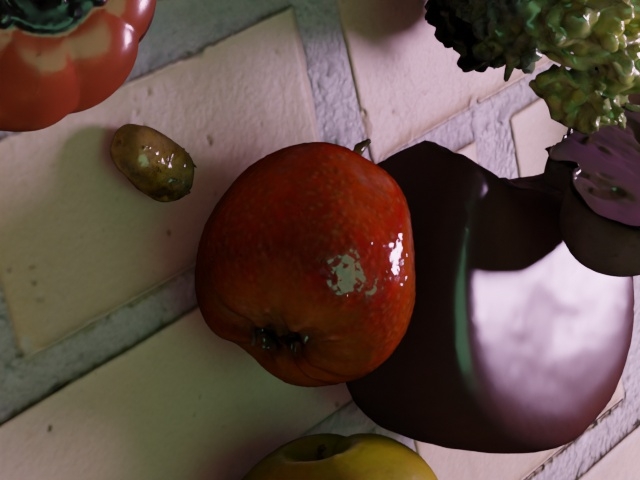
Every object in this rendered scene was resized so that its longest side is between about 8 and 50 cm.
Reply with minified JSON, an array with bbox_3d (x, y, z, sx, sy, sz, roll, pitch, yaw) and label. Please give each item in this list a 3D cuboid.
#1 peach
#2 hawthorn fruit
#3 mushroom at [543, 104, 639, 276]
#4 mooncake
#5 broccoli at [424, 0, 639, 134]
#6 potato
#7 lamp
[{"bbox_3d":[0.015,0.279,1.360,0.231,0.231,0.231,-11,106,-44],"label":"peach"},{"bbox_3d":[0.000,0.000,1.306,0.196,0.196,0.226,50,49,-39],"label":"hawthorn fruit"},{"bbox_3d":[0.269,-0.033,1.403,0.188,0.141,0.117,-49,152,-52],"label":"mushroom"},{"bbox_3d":[0.148,0.048,1.473,0.326,0.174,0.334,-41,117,-39],"label":"mooncake"},{"bbox_3d":[0.257,-0.278,1.418,0.281,0.293,0.348,33,103,-27],"label":"broccoli"},{"bbox_3d":[-0.134,-0.062,1.254,0.083,0.040,0.051,36,49,-38],"label":"potato"},{"bbox_3d":[-0.209,-0.167,1.075,0.187,0.164,0.188,1,87,-23],"label":"lamp"}]
